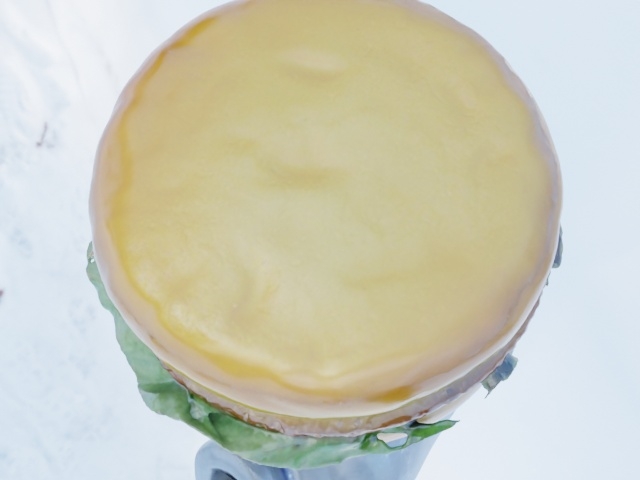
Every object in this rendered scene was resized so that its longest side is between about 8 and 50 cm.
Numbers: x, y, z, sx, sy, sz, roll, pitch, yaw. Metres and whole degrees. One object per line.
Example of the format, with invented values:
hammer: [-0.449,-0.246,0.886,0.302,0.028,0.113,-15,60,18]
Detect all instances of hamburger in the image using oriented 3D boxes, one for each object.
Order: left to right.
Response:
hamburger: [0.001,-0.001,0.499,0.246,0.170,0.246,-1,67,3]

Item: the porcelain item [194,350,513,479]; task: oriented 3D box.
porcelain item: [0.031,0.104,0.636,0.259,0.141,0.141,-28,82,-41]
